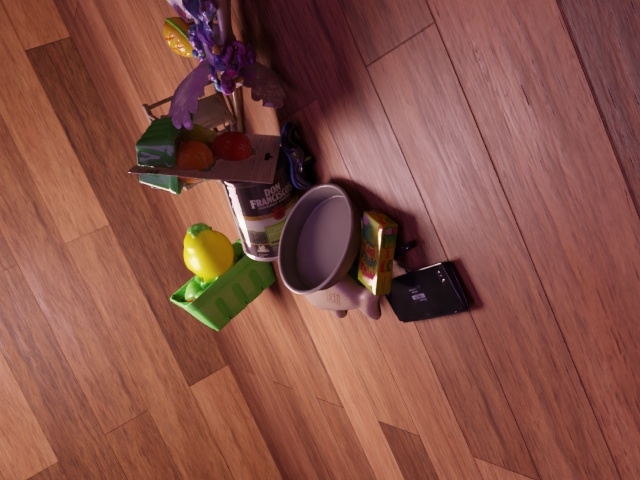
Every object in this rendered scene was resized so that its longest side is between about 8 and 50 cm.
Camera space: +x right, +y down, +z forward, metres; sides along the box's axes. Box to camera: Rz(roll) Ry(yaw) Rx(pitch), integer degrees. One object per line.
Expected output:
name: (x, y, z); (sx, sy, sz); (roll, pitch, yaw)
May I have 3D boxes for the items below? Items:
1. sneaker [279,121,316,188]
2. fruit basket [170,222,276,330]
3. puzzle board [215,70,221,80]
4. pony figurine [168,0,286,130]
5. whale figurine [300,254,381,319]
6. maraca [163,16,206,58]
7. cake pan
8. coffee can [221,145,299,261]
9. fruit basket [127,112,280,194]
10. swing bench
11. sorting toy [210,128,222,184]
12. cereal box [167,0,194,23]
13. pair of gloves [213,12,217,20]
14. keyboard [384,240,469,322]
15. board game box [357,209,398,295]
sneaker: (-0.052, -0.227, 1.720); (0.078, 0.067, 0.188); (3, 118, 40)
fruit basket: (-0.384, 0.092, 2.327); (0.283, 0.391, 0.392); (6, 120, 62)
puzzle board: (-0.305, -0.525, 1.971); (0.096, 0.011, 0.128); (48, 153, 28)
pony figurine: (-0.250, -0.479, 1.652); (0.351, 0.302, 0.364); (-95, -2, -46)
whale figurine: (0.066, 0.112, 1.751); (0.271, 0.141, 0.217); (21, 131, 35)
maraca: (-0.407, -0.609, 1.989); (0.185, 0.099, 0.127); (45, 177, -8)
cake pan: (0.000, 0.000, 1.651); (0.293, 0.054, 0.294); (-26, 54, 43)
coffee can: (-0.160, -0.108, 1.851); (0.201, 0.201, 0.276); (37, 150, 45)
fruit basket: (-0.288, -0.215, 1.695); (0.327, 0.352, 0.166); (-90, 9, -61)
swing bench: (-0.364, -0.328, 1.979); (0.165, 0.253, 0.255); (35, 147, 47)
sorting toy: (-0.409, -0.313, 2.362); (0.229, 0.041, 0.307); (59, 156, 9)
cereal box: (-0.418, -0.782, 1.885); (0.173, 0.047, 0.240); (51, 154, 25)
pair of gloves: (-0.290, -0.628, 1.832); (0.083, 0.010, 0.074); (58, 156, 13)
keyboard: (0.221, 0.091, 1.520); (0.202, 0.033, 0.317); (62, 155, 0)
board game box: (0.135, 0.029, 1.542); (0.092, 0.043, 0.182); (-136, 44, -54)
